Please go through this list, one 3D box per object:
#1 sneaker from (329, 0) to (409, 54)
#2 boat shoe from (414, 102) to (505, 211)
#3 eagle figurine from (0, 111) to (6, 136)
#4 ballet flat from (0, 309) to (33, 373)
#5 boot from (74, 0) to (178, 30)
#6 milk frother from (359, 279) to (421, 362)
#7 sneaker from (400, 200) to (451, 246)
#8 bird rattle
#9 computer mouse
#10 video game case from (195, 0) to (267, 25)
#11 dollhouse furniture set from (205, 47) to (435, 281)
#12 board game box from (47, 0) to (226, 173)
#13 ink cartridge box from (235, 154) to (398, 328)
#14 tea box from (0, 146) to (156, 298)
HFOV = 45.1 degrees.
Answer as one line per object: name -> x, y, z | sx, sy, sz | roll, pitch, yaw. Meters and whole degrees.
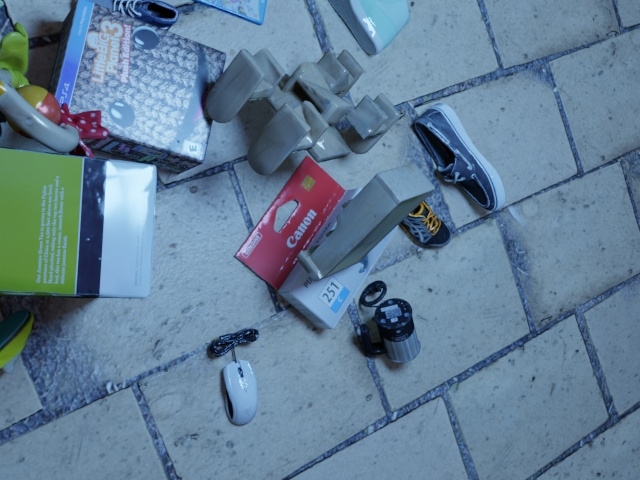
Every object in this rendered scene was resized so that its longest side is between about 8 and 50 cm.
sneaker -> 0.106, -0.573, 1.770 | 0.151, 0.094, 0.256 | -44, 116, -19
boat shoe -> 0.331, -0.183, 1.859 | 0.102, 0.108, 0.301 | -39, 102, -26
eagle figurine -> -0.667, -0.282, 1.247 | 0.226, 0.225, 0.298 | -34, 66, -4
ballet flat -> -0.583, 0.220, 1.346 | 0.231, 0.077, 0.077 | -44, 128, -22
boot -> -0.374, -0.452, 1.499 | 0.190, 0.086, 0.069 | 4, 84, -29
milk frother -> 0.156, 0.180, 1.743 | 0.134, 0.129, 0.143 | 72, 21, -44
sneaker -> 0.233, -0.052, 1.807 | 0.215, 0.083, 0.084 | 34, 69, -24
bird rattle -> -0.451, -0.198, 1.216 | 0.143, 0.207, 0.253 | -36, 116, 3
computer mouse -> -0.162, 0.283, 1.582 | 0.106, 0.042, 0.193 | -11, 91, -30
video game case -> -0.190, -0.544, 1.650 | 0.166, 0.015, 0.119 | 13, 79, -28
dollhouse furniture set -> -0.007, -0.161, 1.550 | 0.394, 0.256, 0.362 | 52, 33, 12
board game box -> -0.356, -0.283, 1.465 | 0.291, 0.141, 0.232 | 14, 79, -28
ink cartridge box -> 0.000, 0.000, 1.683 | 0.261, 0.066, 0.296 | 42, 68, -21
tea box -> -0.475, -0.016, 1.270 | 0.324, 0.329, 0.220 | 5, 84, -27
